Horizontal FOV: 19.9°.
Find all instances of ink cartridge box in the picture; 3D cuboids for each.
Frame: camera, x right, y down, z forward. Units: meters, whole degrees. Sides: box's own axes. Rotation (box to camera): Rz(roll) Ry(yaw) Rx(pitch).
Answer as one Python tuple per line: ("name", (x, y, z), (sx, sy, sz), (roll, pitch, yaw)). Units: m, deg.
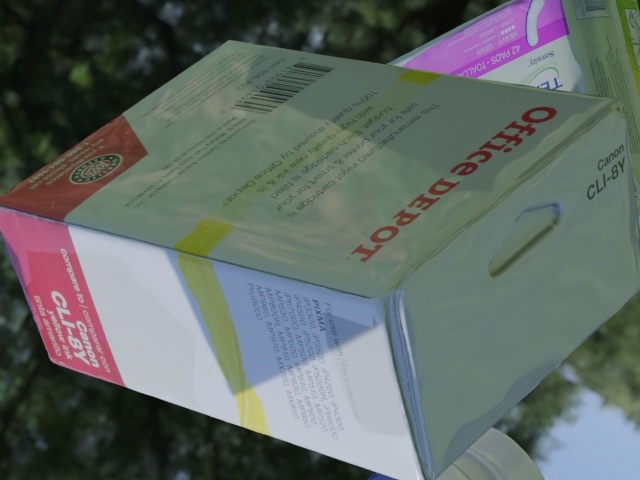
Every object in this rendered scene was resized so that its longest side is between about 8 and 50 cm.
("ink cartridge box", (0.000, 0.000, 1.327), (0.384, 0.160, 0.279), (13, -141, 41))

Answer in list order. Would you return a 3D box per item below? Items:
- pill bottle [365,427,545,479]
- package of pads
("pill bottle", (0.072, 0.281, 1.606), (0.152, 0.272, 0.152), (45, 155, 28))
("package of pads", (0.172, -0.081, 1.606), (0.101, 0.229, 0.296), (-6, 169, -38))
